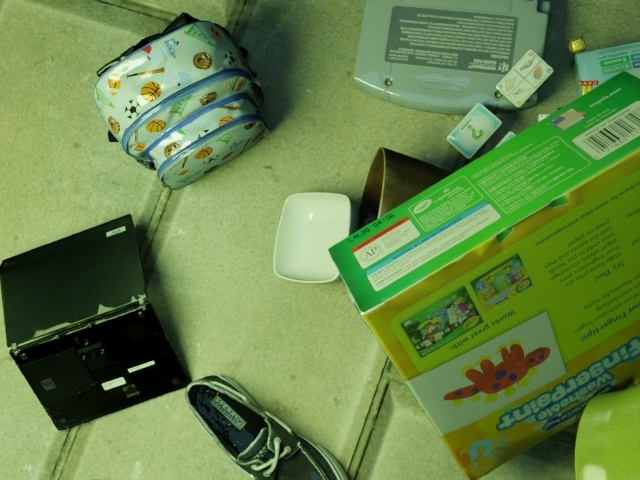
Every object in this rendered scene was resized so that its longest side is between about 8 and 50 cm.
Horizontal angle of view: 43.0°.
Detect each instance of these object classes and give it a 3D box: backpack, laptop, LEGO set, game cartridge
[{"bbox_3d":[-0.212,-0.208,1.240,0.277,0.263,0.213,-37,78,0],"label":"backpack"},{"bbox_3d":[-0.362,0.133,1.302,0.234,0.136,0.264,-20,116,4],"label":"laptop"},{"bbox_3d":[0.337,-0.181,1.218,0.182,0.060,0.244,42,105,1],"label":"LEGO set"},{"bbox_3d":[0.207,-0.301,1.303,0.295,0.060,0.195,9,79,10],"label":"game cartridge"}]

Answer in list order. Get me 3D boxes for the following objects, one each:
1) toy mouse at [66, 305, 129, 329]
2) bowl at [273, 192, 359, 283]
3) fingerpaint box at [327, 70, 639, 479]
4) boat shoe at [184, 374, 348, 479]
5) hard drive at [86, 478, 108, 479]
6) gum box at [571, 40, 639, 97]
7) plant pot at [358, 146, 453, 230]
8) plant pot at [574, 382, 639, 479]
[{"bbox_3d":[-0.365,0.095,1.330,0.143,0.031,0.161,-36,78,1],"label":"toy mouse"},{"bbox_3d":[0.000,0.000,1.262,0.142,0.053,0.142,3,79,40],"label":"bowl"},{"bbox_3d":[0.294,0.059,1.072,0.445,0.371,0.163,-32,34,3],"label":"fingerpaint box"},{"bbox_3d":[-0.082,0.310,1.217,0.301,0.102,0.108,42,89,12],"label":"boat shoe"},{"bbox_3d":[-0.267,0.557,1.233,0.233,0.047,0.352,4,81,9],"label":"hard drive"},{"bbox_3d":[0.487,-0.212,1.252,0.157,0.041,0.184,-10,80,7],"label":"gum box"},{"bbox_3d":[0.179,-0.011,1.198,0.231,0.215,0.215,10,82,-5],"label":"plant pot"},{"bbox_3d":[0.506,0.278,0.941,0.353,0.367,0.366,-17,77,38],"label":"plant pot"}]
